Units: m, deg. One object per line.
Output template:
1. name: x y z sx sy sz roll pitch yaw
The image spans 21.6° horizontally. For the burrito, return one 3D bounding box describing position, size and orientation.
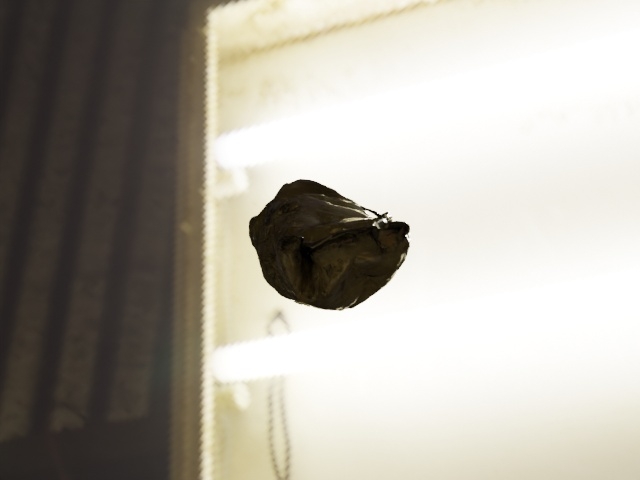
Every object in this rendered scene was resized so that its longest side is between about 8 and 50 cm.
1. burrito: -0.001 0.002 0.831 0.063 0.058 0.229 -56 -174 -2
